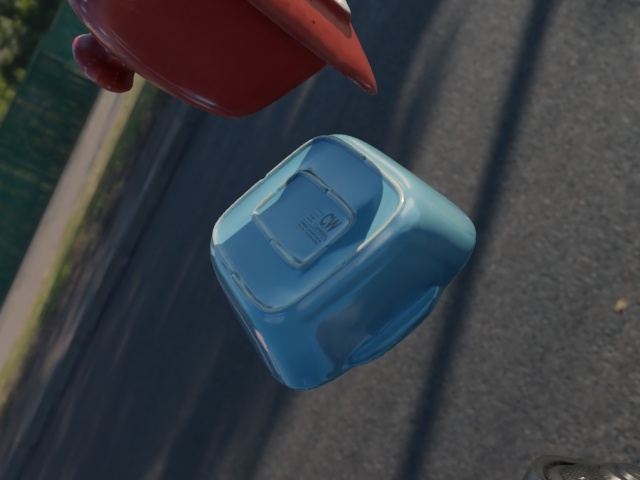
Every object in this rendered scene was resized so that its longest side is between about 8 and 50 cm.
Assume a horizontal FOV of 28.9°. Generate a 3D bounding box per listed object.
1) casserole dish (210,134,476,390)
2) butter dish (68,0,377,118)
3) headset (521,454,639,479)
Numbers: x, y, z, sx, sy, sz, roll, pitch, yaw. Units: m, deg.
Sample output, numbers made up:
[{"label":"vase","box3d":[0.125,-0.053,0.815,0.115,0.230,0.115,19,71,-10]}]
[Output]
[{"label":"casserole dish","box3d":[0.000,0.000,0.591,0.114,0.037,0.188,-41,25,-1]},{"label":"butter dish","box3d":[-0.070,-0.118,0.591,0.118,0.160,0.160,-41,37,18]},{"label":"headset","box3d":[0.111,0.209,0.615,0.394,0.185,0.243,118,175,-68]}]
